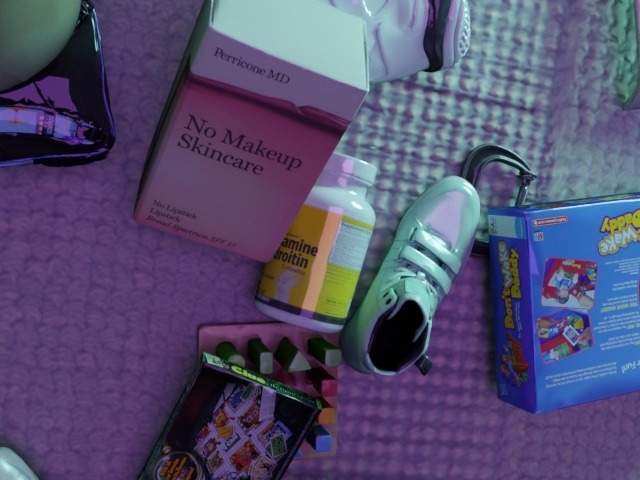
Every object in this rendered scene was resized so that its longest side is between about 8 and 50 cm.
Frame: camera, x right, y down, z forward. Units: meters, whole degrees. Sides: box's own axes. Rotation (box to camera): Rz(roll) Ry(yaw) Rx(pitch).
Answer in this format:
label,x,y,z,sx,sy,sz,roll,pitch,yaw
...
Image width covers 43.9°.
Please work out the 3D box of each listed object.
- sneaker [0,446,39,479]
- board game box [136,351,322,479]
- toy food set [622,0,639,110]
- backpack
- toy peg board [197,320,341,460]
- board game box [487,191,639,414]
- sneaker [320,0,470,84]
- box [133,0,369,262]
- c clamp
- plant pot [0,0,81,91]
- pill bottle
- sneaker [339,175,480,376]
label,x,y,z,sx,sy,sz,roll,pitch,yaw
sneaker,-0.402,0.315,0.769,0.292,0.110,0.118,-33,96,-20
board game box,-0.117,0.251,0.837,0.136,0.030,0.260,25,106,-16
toy food set,0.474,-0.330,0.992,0.219,0.092,0.306,-8,96,-5
backpack,-0.291,-0.143,0.748,0.173,0.117,0.158,-10,98,-16
toy peg board,-0.050,0.175,0.870,0.161,0.079,0.161,0,95,-16
board game box,0.378,0.061,0.975,0.346,0.078,0.234,-6,97,-21
sneaker,0.001,-0.314,0.811,0.210,0.137,0.366,-30,106,-15
box,-0.070,-0.113,0.752,0.148,0.127,0.232,18,132,-16
c clamp,0.220,-0.033,0.967,0.137,0.022,0.161,10,93,-12
plant pot,-0.300,-0.261,0.568,0.322,0.280,0.323,1,64,-3
pill bottle,0.000,0.000,0.857,0.103,0.103,0.184,16,90,-18
sneaker,0.118,0.041,0.868,0.094,0.151,0.256,31,84,-7
